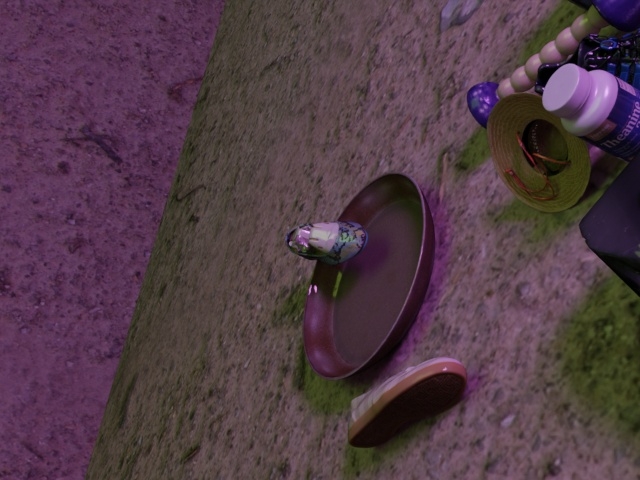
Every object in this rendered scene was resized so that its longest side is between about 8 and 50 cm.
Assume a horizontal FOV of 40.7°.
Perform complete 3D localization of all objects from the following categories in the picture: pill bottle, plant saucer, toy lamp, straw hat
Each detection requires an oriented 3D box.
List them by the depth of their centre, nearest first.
[{"bbox_3d":[0.277,-0.124,0.837,0.067,0.120,0.067,-48,29,39],"label":"pill bottle"},{"bbox_3d":[0.252,-0.107,0.941,0.061,0.144,0.144,-33,7,-28],"label":"straw hat"},{"bbox_3d":[0.278,-0.224,0.983,0.274,0.080,0.080,-40,36,47],"label":"toy lamp"},{"bbox_3d":[0.072,0.054,1.224,0.310,0.050,0.311,-49,29,39],"label":"plant saucer"}]

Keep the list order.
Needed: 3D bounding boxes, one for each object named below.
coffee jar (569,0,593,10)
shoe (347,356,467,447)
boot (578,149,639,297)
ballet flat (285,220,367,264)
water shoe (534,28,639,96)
[{"bbox_3d":[0.328,-0.358,0.968,0.184,0.096,0.079,-54,29,30],"label":"coffee jar"},{"bbox_3d":[0.094,0.182,1.023,0.219,0.076,0.058,-46,36,45],"label":"shoe"},{"bbox_3d":[0.365,-0.167,0.690,0.367,0.146,0.445,-100,32,-61],"label":"boot"},{"bbox_3d":[0.000,0.000,1.288,0.188,0.070,0.070,-11,60,63],"label":"ballet flat"},{"bbox_3d":[0.303,-0.177,0.881,0.203,0.080,0.073,-27,46,57],"label":"water shoe"}]
